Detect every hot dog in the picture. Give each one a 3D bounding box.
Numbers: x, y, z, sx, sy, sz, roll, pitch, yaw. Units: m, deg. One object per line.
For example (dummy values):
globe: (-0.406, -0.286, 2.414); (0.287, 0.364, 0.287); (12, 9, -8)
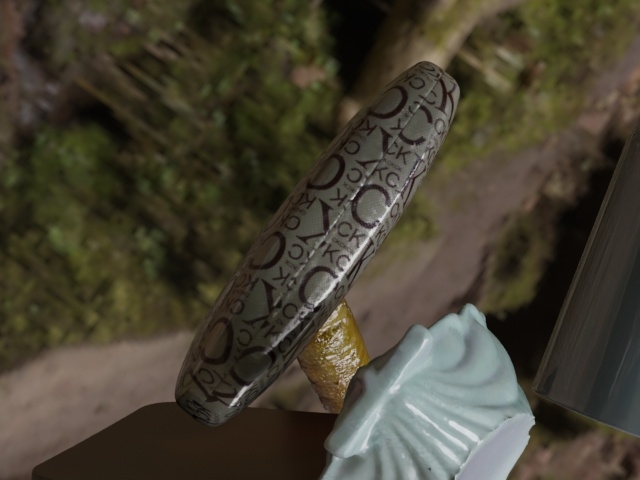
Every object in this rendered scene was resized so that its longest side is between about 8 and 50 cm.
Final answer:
hot dog: (0.012, 0.124, 2.017); (0.068, 0.083, 0.289); (-50, 152, -17)

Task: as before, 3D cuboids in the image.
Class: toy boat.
toy boat: (0.081, 0.143, 1.348); (0.199, 0.100, 0.290); (-56, 161, -4)

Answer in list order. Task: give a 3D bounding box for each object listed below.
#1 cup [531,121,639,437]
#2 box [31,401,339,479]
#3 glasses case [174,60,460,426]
cup: (0.348, 0.038, 1.787); (0.205, 0.205, 0.312); (7, 104, -84)
box: (-0.094, 0.288, 1.659); (0.339, 0.239, 0.229); (-19, 112, -74)
glasses case: (0.000, 0.000, 1.518); (0.355, 0.085, 0.137); (-53, -178, -23)
